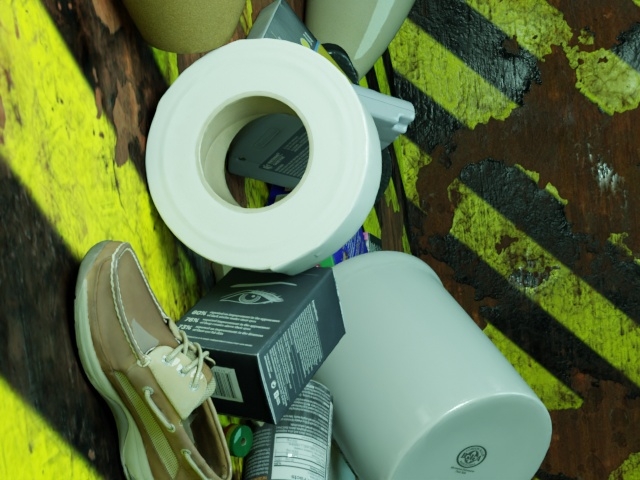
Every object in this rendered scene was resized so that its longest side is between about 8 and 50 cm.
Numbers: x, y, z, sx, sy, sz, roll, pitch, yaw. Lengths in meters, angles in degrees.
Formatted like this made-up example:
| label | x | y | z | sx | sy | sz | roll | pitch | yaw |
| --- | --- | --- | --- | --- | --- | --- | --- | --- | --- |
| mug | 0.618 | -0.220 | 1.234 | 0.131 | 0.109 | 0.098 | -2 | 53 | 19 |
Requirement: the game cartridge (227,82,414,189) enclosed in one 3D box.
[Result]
| label | x | y | z | sx | sy | sz | roll | pitch | yaw |
| --- | --- | --- | --- | --- | --- | --- | --- | --- | --- |
| game cartridge | -0.020 | -0.155 | 1.313 | 0.294 | 0.196 | 0.060 | -32 | -127 | 58 |

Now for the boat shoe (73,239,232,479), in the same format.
| label | x | y | z | sx | sy | sz | roll | pitch | yaw |
| --- | --- | --- | --- | --- | --- | --- | --- | --- | --- |
| boat shoe | -0.168 | 0.142 | 0.956 | 0.123 | 0.116 | 0.324 | -73 | 154 | -58 |

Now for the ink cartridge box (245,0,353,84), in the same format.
| label | x | y | z | sx | sy | sz | roll | pitch | yaw |
| --- | --- | --- | --- | --- | --- | --- | --- | --- | --- |
| ink cartridge box | -0.021 | -0.252 | 1.590 | 0.303 | 0.072 | 0.307 | 49 | 27 | -24 |

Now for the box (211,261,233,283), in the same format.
| label | x | y | z | sx | sy | sz | roll | pitch | yaw |
| --- | --- | --- | --- | --- | --- | --- | --- | --- | --- |
| box | -0.118 | 0.096 | 1.394 | 0.164 | 0.021 | 0.201 | -63 | 145 | -66 |

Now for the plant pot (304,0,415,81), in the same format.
| label | x | y | z | sx | sy | sz | roll | pitch | yaw |
| --- | --- | --- | --- | --- | --- | --- | --- | --- | --- |
| plant pot | 0.065 | -0.491 | 1.997 | 0.256 | 0.256 | 0.274 | 62 | 42 | -59 |

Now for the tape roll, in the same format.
| label | x | y | z | sx | sy | sz | roll | pitch | yaw |
| --- | --- | --- | --- | --- | --- | --- | --- | --- | --- |
| tape roll | -0.069 | -0.100 | 1.110 | 0.100 | 0.286 | 0.286 | 24 | 61 | -76 |

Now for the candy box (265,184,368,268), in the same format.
| label | x | y | z | sx | sy | sz | roll | pitch | yaw |
| --- | --- | --- | --- | --- | --- | --- | --- | --- | --- |
| candy box | 0.000 | 0.000 | 1.713 | 0.268 | 0.122 | 0.317 | -79 | 157 | -51 |

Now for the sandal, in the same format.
| label | x | y | z | sx | sy | sz | roll | pitch | yaw |
| --- | --- | --- | --- | --- | --- | --- | --- | --- | --- |
| sandal | 0.052 | -0.249 | 1.976 | 0.107 | 0.167 | 0.446 | -107 | 180 | -50 |

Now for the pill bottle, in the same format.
| label | x | y | z | sx | sy | sz | roll | pitch | yaw |
| --- | --- | --- | --- | --- | --- | --- | --- | --- | --- |
| pill bottle | -0.051 | 0.342 | 1.347 | 0.130 | 0.130 | 0.246 | 67 | 22 | -52 |

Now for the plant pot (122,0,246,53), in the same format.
| label | x | y | z | sx | sy | sz | roll | pitch | yaw |
| --- | --- | --- | --- | --- | --- | --- | --- | --- | --- |
| plant pot | -0.160 | -0.357 | 1.024 | 0.237 | 0.237 | 0.254 | -81 | 174 | -47 |

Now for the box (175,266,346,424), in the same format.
| label | x | y | z | sx | sy | sz | roll | pitch | yaw |
| --- | --- | --- | --- | --- | --- | --- | --- | --- | --- |
| box | -0.081 | 0.123 | 1.147 | 0.207 | 0.153 | 0.108 | -45 | 132 | -49 |

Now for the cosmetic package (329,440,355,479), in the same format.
| label | x | y | z | sx | sy | sz | roll | pitch | yaw |
| --- | --- | --- | --- | --- | --- | --- | --- | --- | --- |
| cosmetic package | -0.019 | 0.526 | 1.480 | 0.284 | 0.097 | 0.377 | 70 | 20 | -53 |

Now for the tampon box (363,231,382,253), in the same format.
| label | x | y | z | sx | sy | sz | roll | pitch | yaw |
| --- | --- | --- | --- | --- | --- | --- | --- | --- | --- |
| tampon box | 0.068 | 0.042 | 1.985 | 0.161 | 0.120 | 0.101 | 27 | 60 | -75 |

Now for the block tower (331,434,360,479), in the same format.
| label | x | y | z | sx | sy | sz | roll | pitch | yaw |
| --- | --- | --- | --- | --- | --- | --- | --- | --- | --- |
| block tower | 0.043 | 0.495 | 1.772 | 0.091 | 0.097 | 0.335 | 71 | 17 | -44 |

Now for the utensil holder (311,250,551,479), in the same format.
| label | x | y | z | sx | sy | sz | roll | pitch | yaw |
| --- | --- | --- | --- | --- | --- | --- | --- | --- | --- |
| utensil holder | 0.156 | 0.250 | 1.506 | 0.385 | 0.327 | 0.328 | 51 | -18 | 50 |

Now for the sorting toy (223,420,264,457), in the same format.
| label | x | y | z | sx | sy | sz | roll | pitch | yaw |
| --- | --- | --- | --- | --- | --- | --- | --- | --- | --- |
| sorting toy | -0.097 | 0.174 | 1.318 | 0.274 | 0.046 | 0.132 | -59 | 138 | -35 |
